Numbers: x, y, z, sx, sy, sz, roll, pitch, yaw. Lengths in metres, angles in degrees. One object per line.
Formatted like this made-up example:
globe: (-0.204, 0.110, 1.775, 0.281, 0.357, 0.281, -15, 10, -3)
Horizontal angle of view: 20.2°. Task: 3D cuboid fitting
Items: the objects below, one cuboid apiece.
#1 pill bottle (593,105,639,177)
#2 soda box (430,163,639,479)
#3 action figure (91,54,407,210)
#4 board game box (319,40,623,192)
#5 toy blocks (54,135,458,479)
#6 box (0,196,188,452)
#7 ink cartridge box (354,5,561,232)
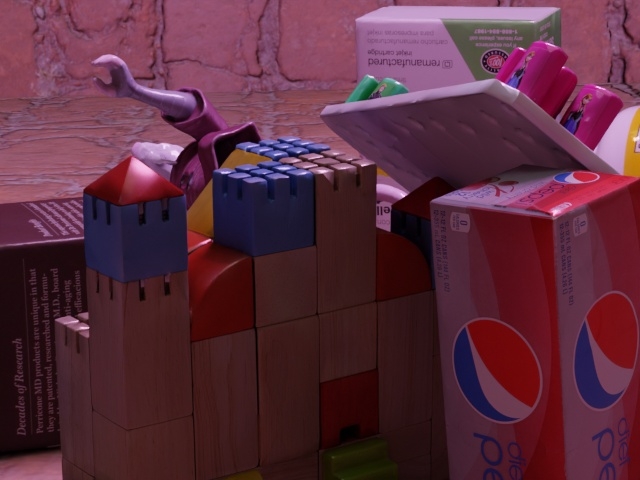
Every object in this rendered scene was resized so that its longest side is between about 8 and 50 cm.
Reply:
pill bottle: (0.392, -0.046, 1.812, 0.334, 0.188, 0.188, -1, 11, 25)
soda box: (0.126, 0.096, 0.997, 0.083, 0.263, 0.092, 9, 22, 40)
action figure: (-0.080, -0.059, 1.806, 0.276, 0.248, 0.370, -5, 15, -21)
board game box: (0.208, 0.010, 1.209, 0.390, 0.050, 0.390, 38, -7, -13)
toy blocks: (-0.028, 0.051, 1.213, 0.381, 0.261, 0.191, -11, 18, -34)
box: (-0.200, 0.060, 1.441, 0.203, 0.167, 0.168, -6, 13, -19)
ink cartridge box: (0.151, -0.108, 1.942, 0.201, 0.278, 0.117, 3, 16, 20)
